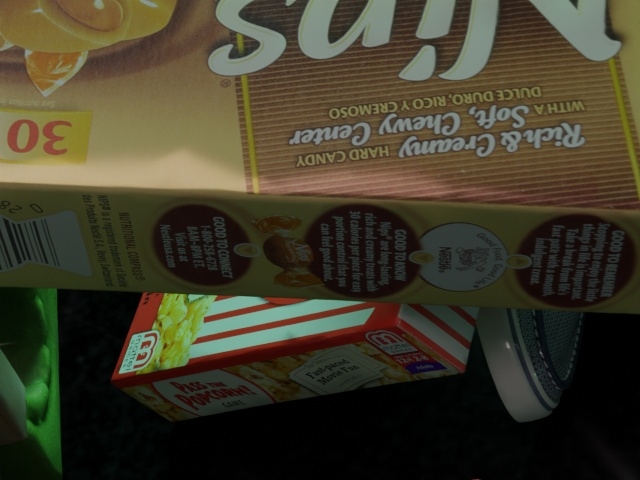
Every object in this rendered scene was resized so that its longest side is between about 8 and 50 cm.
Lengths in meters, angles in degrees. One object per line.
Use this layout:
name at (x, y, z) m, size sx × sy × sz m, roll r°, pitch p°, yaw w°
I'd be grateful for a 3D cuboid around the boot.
boot at (0.117, -0.011, 0.850) m, size 0.086 × 0.069 × 0.190 m, roll -15°, pitch 52°, yaw 22°

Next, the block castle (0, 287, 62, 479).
block castle at (-0.251, 0.087, 0.867) m, size 0.303 × 0.213 × 0.453 m, roll -10°, pitch 60°, yaw 4°

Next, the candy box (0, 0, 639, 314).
candy box at (-0.022, -0.074, 0.764) m, size 0.316 × 0.087 × 0.183 m, roll 3°, pitch 60°, yaw 3°

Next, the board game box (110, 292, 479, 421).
board game box at (0.000, 0.000, 0.867) m, size 0.193 × 0.045 × 0.147 m, roll -15°, pitch 48°, yaw 45°

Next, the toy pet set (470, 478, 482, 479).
toy pet set at (0.017, 0.150, 0.786) m, size 0.122 × 0.065 × 0.114 m, roll -21°, pitch 51°, yaw 11°
